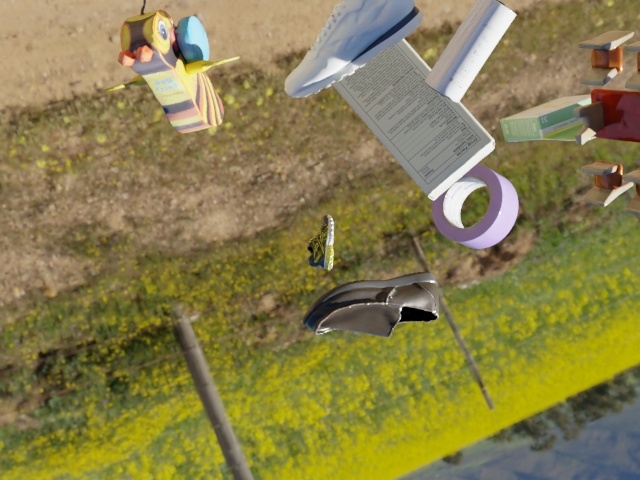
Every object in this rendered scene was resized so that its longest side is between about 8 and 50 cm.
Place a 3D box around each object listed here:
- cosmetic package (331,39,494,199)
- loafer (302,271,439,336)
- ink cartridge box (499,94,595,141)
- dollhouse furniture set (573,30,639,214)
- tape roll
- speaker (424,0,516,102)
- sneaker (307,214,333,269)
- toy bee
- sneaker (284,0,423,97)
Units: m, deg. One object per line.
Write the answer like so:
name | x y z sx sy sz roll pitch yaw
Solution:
cosmetic package | 0.168 -0.244 1.485 0.160 0.309 0.113 -40 171 9
loafer | 0.083 0.103 1.149 0.220 0.078 0.080 -12 152 -18
ink cartridge box | 0.494 -0.242 1.552 0.171 0.056 0.235 -21 -167 -21
dollhouse furniture set | 0.524 -0.180 1.187 0.135 0.262 0.259 -28 -150 -33
tape roll | 0.363 -0.080 1.860 0.189 0.189 0.080 -33 147 29
speaker | 0.195 -0.251 1.029 0.055 0.055 0.136 2 125 -55
sneaker | 0.000 0.000 1.045 0.035 0.083 0.031 1 145 1
toy bee | -0.234 -0.255 1.102 0.195 0.162 0.298 -28 122 28
sneaker | 0.034 -0.301 1.170 0.235 0.095 0.090 -35 -158 7
